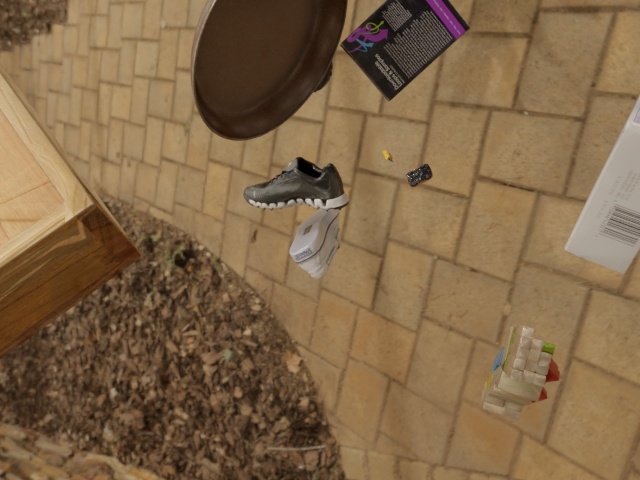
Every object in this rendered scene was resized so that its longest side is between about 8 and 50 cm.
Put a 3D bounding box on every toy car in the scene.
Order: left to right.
[{"bbox_3d":[0.195,-0.166,1.154,0.060,0.040,0.122,-46,66,20],"label":"toy car"}]

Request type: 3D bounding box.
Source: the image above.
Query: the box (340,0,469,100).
[{"bbox_3d":[0.126,-0.310,0.805,0.162,0.029,0.116,-41,103,7],"label":"box"}]

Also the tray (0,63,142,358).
[{"bbox_3d":[-0.323,-0.075,0.382,0.411,0.203,0.076,46,166,25],"label":"tray"}]

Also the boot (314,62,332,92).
[{"bbox_3d":[-0.103,-0.457,1.026,0.223,0.118,0.338,27,138,34],"label":"boot"}]

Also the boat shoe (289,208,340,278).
[{"bbox_3d":[0.000,0.000,1.138,0.095,0.258,0.084,-26,107,26],"label":"boat shoe"}]

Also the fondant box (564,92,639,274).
[{"bbox_3d":[0.500,-0.144,0.803,0.096,0.330,0.238,25,143,22],"label":"fondant box"}]

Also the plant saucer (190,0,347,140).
[{"bbox_3d":[-0.078,-0.293,0.781,0.050,0.311,0.310,38,118,21],"label":"plant saucer"}]

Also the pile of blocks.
[{"bbox_3d":[0.443,0.286,1.144,0.113,0.362,0.149,16,62,12],"label":"pile of blocks"}]

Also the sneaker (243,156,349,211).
[{"bbox_3d":[-0.057,-0.120,1.075,0.234,0.078,0.106,3,118,26],"label":"sneaker"}]
